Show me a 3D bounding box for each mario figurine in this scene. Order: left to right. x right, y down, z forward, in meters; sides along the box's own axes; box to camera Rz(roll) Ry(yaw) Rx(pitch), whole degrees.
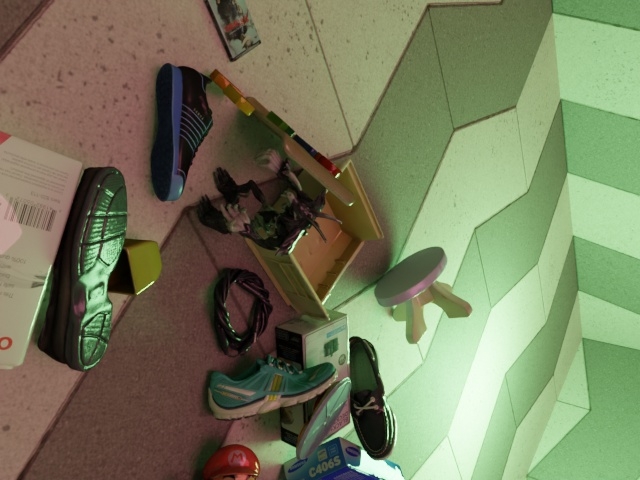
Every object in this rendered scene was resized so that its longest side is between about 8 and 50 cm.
[{"bbox_3d":[-0.173,0.556,1.058,0.198,0.170,0.320,27,64,-62],"label":"mario figurine"}]

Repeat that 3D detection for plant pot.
[{"bbox_3d":[-0.305,0.035,0.909,0.083,0.081,0.081,-33,122,-57],"label":"plant pot"}]

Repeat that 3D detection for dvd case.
[{"bbox_3d":[-0.162,-0.410,1.050,0.087,0.013,0.119,-48,132,-35],"label":"dvd case"}]

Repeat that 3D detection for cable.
[{"bbox_3d":[-0.156,0.136,1.135,0.150,0.047,0.184,-32,120,-43],"label":"cable"}]

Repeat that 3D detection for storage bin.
[{"bbox_3d":[0.000,0.000,1.241,0.262,0.123,0.260,-54,134,-30],"label":"storage bin"}]

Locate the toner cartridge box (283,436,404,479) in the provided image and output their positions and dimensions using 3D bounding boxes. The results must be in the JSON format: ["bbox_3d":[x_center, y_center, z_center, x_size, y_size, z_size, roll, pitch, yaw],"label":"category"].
[{"bbox_3d":[0.072,0.598,1.408,0.348,0.165,0.075,44,20,-46],"label":"toner cartridge box"}]

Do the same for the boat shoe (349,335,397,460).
[{"bbox_3d":[0.110,0.385,1.387,0.091,0.114,0.302,50,21,-52],"label":"boat shoe"}]

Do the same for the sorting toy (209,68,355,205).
[{"bbox_3d":[-0.066,-0.202,1.054,0.041,0.229,0.307,-46,131,8],"label":"sorting toy"}]

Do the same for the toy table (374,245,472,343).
[{"bbox_3d":[0.275,0.150,1.542,0.274,0.252,0.161,-37,107,-31],"label":"toy table"}]

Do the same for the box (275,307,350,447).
[{"bbox_3d":[-0.013,0.322,1.314,0.169,0.087,0.290,-15,108,-48],"label":"box"}]

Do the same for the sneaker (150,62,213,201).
[{"bbox_3d":[-0.230,-0.180,0.956,0.090,0.081,0.232,2,94,-44],"label":"sneaker"}]

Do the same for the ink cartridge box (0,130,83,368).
[{"bbox_3d":[-0.450,-0.001,0.688,0.207,0.117,0.283,23,78,-51],"label":"ink cartridge box"}]

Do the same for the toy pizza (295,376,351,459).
[{"bbox_3d":[0.001,0.379,1.207,0.201,0.032,0.201,-48,155,-30],"label":"toy pizza"}]

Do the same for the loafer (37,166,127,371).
[{"bbox_3d":[-0.355,0.037,0.808,0.109,0.095,0.302,-21,121,-76],"label":"loafer"}]

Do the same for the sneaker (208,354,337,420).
[{"bbox_3d":[-0.092,0.287,1.143,0.275,0.107,0.110,-8,83,-24],"label":"sneaker"}]

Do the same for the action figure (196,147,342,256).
[{"bbox_3d":[-0.103,-0.062,0.979,0.164,0.276,0.141,-59,137,-25],"label":"action figure"}]
